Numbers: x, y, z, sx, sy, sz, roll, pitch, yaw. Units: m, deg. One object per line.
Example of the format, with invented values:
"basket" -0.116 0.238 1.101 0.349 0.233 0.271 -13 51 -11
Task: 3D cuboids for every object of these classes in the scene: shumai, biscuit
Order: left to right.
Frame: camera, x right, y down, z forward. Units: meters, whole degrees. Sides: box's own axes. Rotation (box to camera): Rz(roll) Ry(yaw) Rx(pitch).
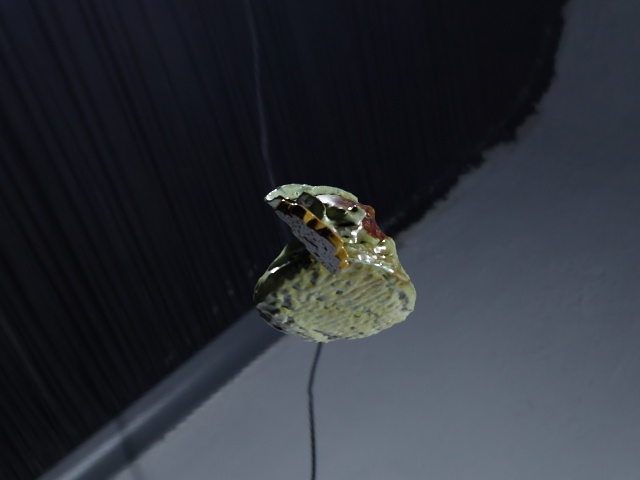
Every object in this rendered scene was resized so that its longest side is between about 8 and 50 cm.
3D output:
"biscuit" 0.000 0.000 0.898 0.082 0.092 0.016 29 72 42
"shumai" 0.030 0.022 2.102 0.292 0.330 0.288 -47 38 32
